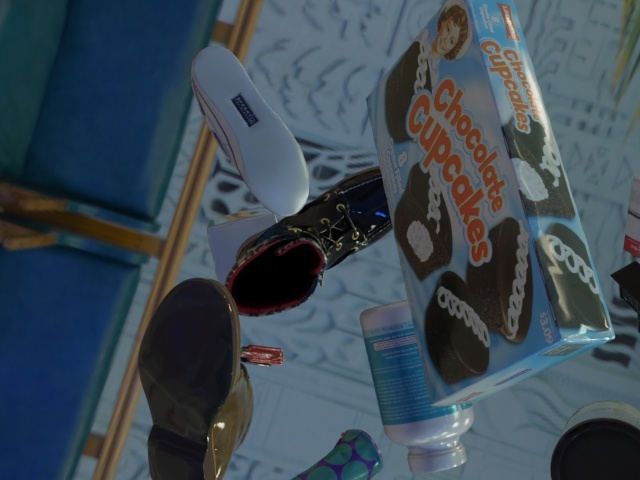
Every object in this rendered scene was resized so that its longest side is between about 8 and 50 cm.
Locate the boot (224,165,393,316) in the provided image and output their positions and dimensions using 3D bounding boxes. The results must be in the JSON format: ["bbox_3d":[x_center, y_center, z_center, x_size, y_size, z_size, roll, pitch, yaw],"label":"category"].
[{"bbox_3d":[0.000,0.000,1.516,0.138,0.377,0.284,64,10,-8],"label":"boot"}]

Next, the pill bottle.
[{"bbox_3d":[0.156,0.225,1.371,0.146,0.146,0.264,101,-22,-83],"label":"pill bottle"}]

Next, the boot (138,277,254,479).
[{"bbox_3d":[-0.126,0.154,0.965,0.115,0.112,0.305,-40,147,-50],"label":"boot"}]

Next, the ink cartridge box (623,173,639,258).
[{"bbox_3d":[0.549,-0.046,1.401,0.056,0.099,0.135,39,-37,49],"label":"ink cartridge box"}]

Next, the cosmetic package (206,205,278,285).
[{"bbox_3d":[-0.163,0.036,1.955,0.365,0.155,0.197,-144,-140,-80],"label":"cosmetic package"}]

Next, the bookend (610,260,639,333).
[{"bbox_3d":[0.742,0.157,1.982,0.157,0.072,0.156,56,-8,44],"label":"bookend"}]

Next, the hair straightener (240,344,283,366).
[{"bbox_3d":[-0.198,0.264,1.963,0.089,0.230,0.047,-20,-110,47],"label":"hair straightener"}]

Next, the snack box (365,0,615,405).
[{"bbox_3d":[0.131,-0.036,0.763,0.187,0.060,0.322,-45,-131,54],"label":"snack box"}]

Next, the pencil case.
[{"bbox_3d":[0.005,0.307,1.112,0.151,0.070,0.064,-32,153,-22],"label":"pencil case"}]

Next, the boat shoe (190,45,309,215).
[{"bbox_3d":[-0.110,-0.154,1.272,0.096,0.268,0.088,-37,-172,-15],"label":"boat shoe"}]

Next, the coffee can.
[{"bbox_3d":[0.568,0.431,1.712,0.275,0.201,0.202,7,102,-70],"label":"coffee can"}]
